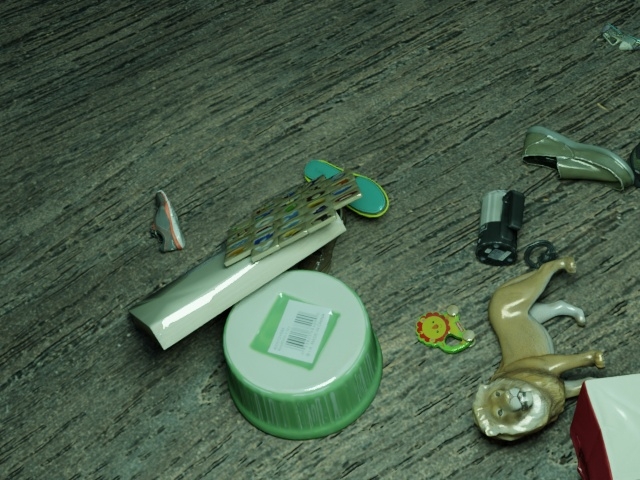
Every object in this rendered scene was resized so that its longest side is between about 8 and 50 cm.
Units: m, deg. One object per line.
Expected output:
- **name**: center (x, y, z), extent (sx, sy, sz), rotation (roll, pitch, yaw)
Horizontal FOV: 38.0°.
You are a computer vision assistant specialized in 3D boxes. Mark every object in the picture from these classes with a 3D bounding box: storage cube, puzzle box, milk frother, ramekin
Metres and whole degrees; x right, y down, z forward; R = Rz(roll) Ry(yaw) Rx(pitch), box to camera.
- **storage cube**: center (0.537, 0.340, 1.537), extent (0.215, 0.193, 0.184), rotation (-8, 54, 3)
- **puzzle box**: center (-0.167, 0.060, 1.798), extent (0.409, 0.272, 0.052), rotation (-33, 102, -15)
- **milk frother**: center (0.397, -0.019, 1.878), extent (0.143, 0.129, 0.135), rotation (30, 53, -25)
- **ramekin**: center (-0.038, 0.201, 1.728), extent (0.303, 0.148, 0.303), rotation (-3, 55, 4)

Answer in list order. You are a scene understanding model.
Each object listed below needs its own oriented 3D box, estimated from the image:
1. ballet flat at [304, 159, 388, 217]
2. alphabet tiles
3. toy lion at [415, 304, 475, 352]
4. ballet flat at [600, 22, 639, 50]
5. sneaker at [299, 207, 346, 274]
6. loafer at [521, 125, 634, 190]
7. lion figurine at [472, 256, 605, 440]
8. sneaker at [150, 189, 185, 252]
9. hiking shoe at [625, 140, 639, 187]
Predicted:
- **ballet flat**: center (0.063, -0.104, 1.972), extent (0.231, 0.077, 0.077), rotation (31, 79, 33)
- **alphabet tiles**: center (-0.057, -0.050, 1.808), extent (0.285, 0.011, 0.342), rotation (-27, 16, 5)
- **toy lion**: center (0.236, 0.176, 1.789), extent (0.096, 0.034, 0.100), rotation (-27, 56, -4)
- **ballet flat**: center (0.708, -0.469, 2.187), extent (0.041, 0.041, 0.114), rotation (-39, 59, -20)
- **sneaker**: center (0.000, 0.000, 1.913), extent (0.066, 0.071, 0.188), rotation (13, 57, 15)
- **loafer**: center (0.536, -0.156, 1.960), extent (0.251, 0.094, 0.087), rotation (26, 73, 28)
- **lion figurine**: center (0.382, 0.191, 1.715), extent (0.240, 0.142, 0.392), rotation (-11, 40, 9)
- **sneaker**: center (-0.340, -0.041, 1.992), extent (0.065, 0.061, 0.158), rotation (-22, 55, -1)
- **hiking shoe**: center (0.701, -0.116, 1.886), extent (0.086, 0.114, 0.227), rotation (-25, 56, -10)
